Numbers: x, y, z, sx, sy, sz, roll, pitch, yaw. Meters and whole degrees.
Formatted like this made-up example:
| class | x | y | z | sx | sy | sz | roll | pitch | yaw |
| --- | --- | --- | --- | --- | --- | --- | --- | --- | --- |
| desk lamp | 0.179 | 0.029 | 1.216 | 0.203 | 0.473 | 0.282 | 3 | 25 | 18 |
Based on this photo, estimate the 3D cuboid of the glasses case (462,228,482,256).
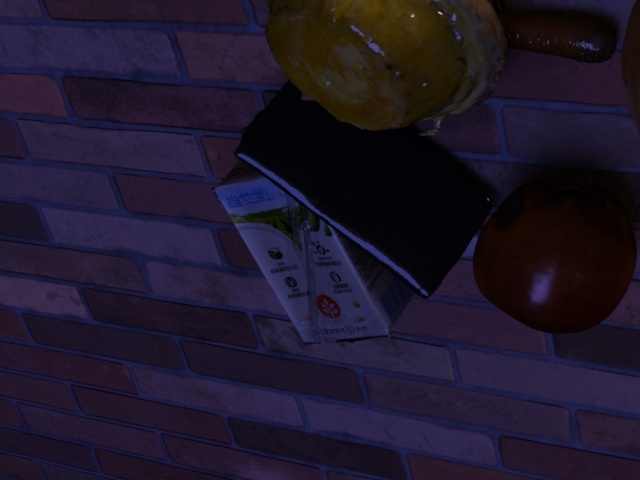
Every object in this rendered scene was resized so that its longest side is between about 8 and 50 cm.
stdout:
| class | x | y | z | sx | sy | sz | roll | pitch | yaw |
| --- | --- | --- | --- | --- | --- | --- | --- | --- | --- |
| glasses case | 0.177 | -0.032 | 2.124 | 0.164 | 0.041 | 0.063 | 32 | 137 | 5 |

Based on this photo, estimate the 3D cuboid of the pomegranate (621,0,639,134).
| class | x | y | z | sx | sy | sz | roll | pitch | yaw |
| --- | --- | --- | --- | --- | --- | --- | --- | --- | --- |
| pomegranate | 0.519 | -0.170 | 1.520 | 0.410 | 0.410 | 0.410 | 18 | 136 | 18 |

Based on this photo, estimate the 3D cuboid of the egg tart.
| class | x | y | z | sx | sy | sz | roll | pitch | yaw |
| --- | --- | --- | --- | --- | --- | --- | --- | --- | --- |
| egg tart | 0.061 | -0.271 | 1.821 | 0.387 | 0.169 | 0.388 | 28 | 157 | 13 |

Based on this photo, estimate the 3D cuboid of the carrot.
| class | x | y | z | sx | sy | sz | roll | pitch | yaw |
| --- | --- | --- | --- | --- | --- | --- | --- | --- | --- |
| carrot | 0.300 | -0.272 | 1.806 | 0.186 | 0.060 | 0.060 | 14 | 135 | 27 |

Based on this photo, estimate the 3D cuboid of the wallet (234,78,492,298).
| class | x | y | z | sx | sy | sz | roll | pitch | yaw |
| --- | --- | --- | --- | --- | --- | --- | --- | --- | --- |
| wallet | 0.068 | -0.097 | 2.035 | 0.377 | 0.197 | 0.051 | 37 | 172 | -4 |

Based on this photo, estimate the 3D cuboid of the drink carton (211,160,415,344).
| class | x | y | z | sx | sy | sz | roll | pitch | yaw |
| --- | --- | --- | --- | --- | --- | --- | --- | --- | --- |
| drink carton | 0.000 | 0.001 | 2.203 | 0.194 | 0.132 | 0.325 | -9 | 121 | 39 |

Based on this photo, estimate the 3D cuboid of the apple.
| class | x | y | z | sx | sy | sz | roll | pitch | yaw |
| --- | --- | --- | --- | --- | --- | --- | --- | --- | --- |
| apple | 0.336 | 0.015 | 1.945 | 0.230 | 0.230 | 0.230 | 18 | 136 | 18 |
